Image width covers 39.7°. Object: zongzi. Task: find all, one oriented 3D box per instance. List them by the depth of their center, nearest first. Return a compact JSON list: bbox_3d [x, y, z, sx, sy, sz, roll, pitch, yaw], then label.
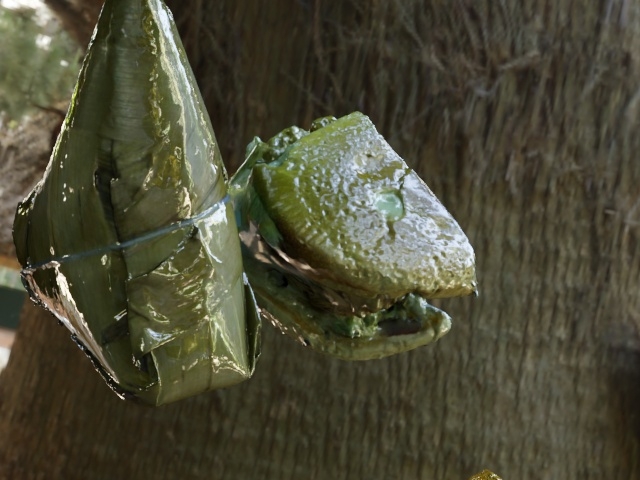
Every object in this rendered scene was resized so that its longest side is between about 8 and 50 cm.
[{"bbox_3d":[-0.196,-0.071,0.779,0.159,0.361,0.322,-23,27,-33],"label":"zongzi"}]

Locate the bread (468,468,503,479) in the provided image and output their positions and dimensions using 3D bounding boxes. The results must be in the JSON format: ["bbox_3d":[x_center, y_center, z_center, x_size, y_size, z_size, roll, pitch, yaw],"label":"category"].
[{"bbox_3d":[0.286,0.448,1.345,0.198,0.120,0.236,40,-5,12],"label":"bread"}]

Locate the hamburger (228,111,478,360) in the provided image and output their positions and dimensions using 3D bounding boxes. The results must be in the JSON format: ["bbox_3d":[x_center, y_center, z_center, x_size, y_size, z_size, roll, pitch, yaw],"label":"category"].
[{"bbox_3d":[0.000,0.000,0.886,0.288,0.192,0.168,53,-29,24],"label":"hamburger"}]
